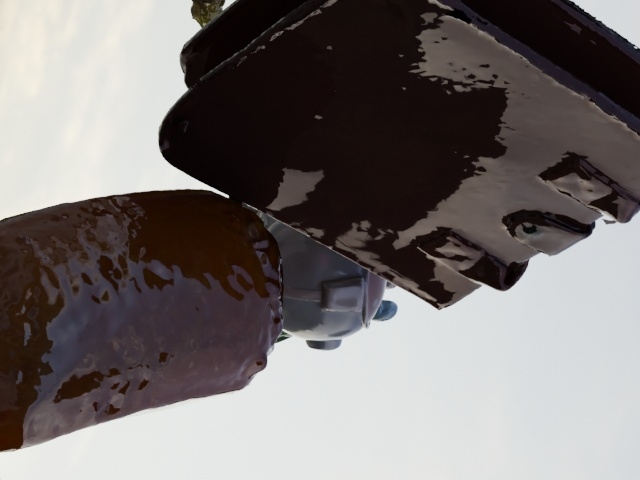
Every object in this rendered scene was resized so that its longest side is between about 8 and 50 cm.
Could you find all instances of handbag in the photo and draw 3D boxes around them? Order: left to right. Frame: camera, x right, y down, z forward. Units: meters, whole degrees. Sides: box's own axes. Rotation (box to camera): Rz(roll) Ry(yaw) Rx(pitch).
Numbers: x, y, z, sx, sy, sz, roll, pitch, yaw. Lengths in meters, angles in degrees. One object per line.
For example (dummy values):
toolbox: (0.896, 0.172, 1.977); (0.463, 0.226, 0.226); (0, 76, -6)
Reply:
handbag: (0.068, -0.078, 1.192); (0.260, 0.275, 0.084); (-31, -143, 42)

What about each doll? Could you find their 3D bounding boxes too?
doll: (0.000, 0.000, 1.467); (0.287, 0.151, 0.151); (-88, -162, -74)

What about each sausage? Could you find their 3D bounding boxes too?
sausage: (-0.144, 0.048, 1.175); (0.153, 0.268, 0.141); (-18, -94, 49)

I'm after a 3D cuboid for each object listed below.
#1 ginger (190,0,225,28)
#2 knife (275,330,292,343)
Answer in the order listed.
ginger: (-0.074, -0.257, 1.374); (0.157, 0.102, 0.216); (-55, 151, -65)
knife: (0.043, 0.040, 1.812); (0.293, 0.043, 0.020); (-32, -106, 34)
